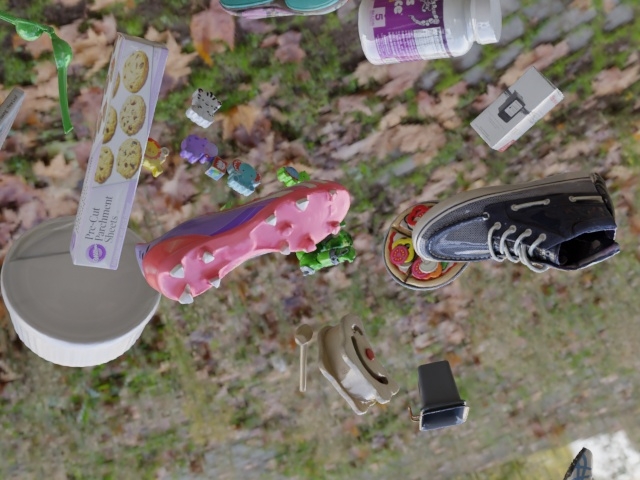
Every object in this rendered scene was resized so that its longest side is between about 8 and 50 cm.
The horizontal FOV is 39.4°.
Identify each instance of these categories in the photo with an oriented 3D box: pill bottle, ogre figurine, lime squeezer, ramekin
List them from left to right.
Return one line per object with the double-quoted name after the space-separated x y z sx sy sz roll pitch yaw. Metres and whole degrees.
-0.519 -0.346 1.604 0.110 0.310 0.059 -40 -171 7 "lime squeezer"
-0.418 0.096 1.563 0.272 0.273 0.127 -8 146 -25 "ramekin"
0.000 0.000 1.789 0.118 0.197 0.097 -34 146 10 "ogre figurine"
0.252 -0.498 2.035 0.301 0.169 0.169 -2 160 22 "pill bottle"

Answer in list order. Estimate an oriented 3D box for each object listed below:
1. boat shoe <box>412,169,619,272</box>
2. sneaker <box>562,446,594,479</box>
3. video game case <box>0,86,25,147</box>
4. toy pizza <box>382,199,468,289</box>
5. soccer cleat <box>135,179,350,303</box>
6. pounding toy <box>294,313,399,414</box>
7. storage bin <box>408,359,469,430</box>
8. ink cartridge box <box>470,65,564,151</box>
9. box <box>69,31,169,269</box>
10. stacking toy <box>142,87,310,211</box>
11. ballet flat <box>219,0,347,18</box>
0.324 -0.010 1.476 0.340 0.158 0.127 -18 124 8 "boat shoe"
0.503 0.510 1.725 0.086 0.237 0.085 17 140 9 "sneaker"
-0.530 -0.109 1.368 0.023 0.193 0.212 30 130 -16 "video game case"
0.218 0.005 1.836 0.201 0.201 0.032 -29 147 12 "toy pizza"
-0.082 -0.015 0.979 0.248 0.095 0.083 -27 132 -23 "soccer cleat"
0.039 0.270 1.986 0.154 0.154 0.269 -31 107 25 "pounding toy"
0.200 0.271 1.565 0.098 0.091 0.135 -11 154 1 "storage bin"
0.353 -0.234 1.601 0.150 0.063 0.109 -43 166 16 "ink cartridge box"
-0.281 -0.121 1.235 0.067 0.063 0.324 10 106 -26 "box"
-0.144 -0.112 1.309 0.221 0.052 0.167 34 139 -23 "stacking toy"
-0.039 -0.344 1.245 0.221 0.077 0.079 3 -178 33 "ballet flat"
